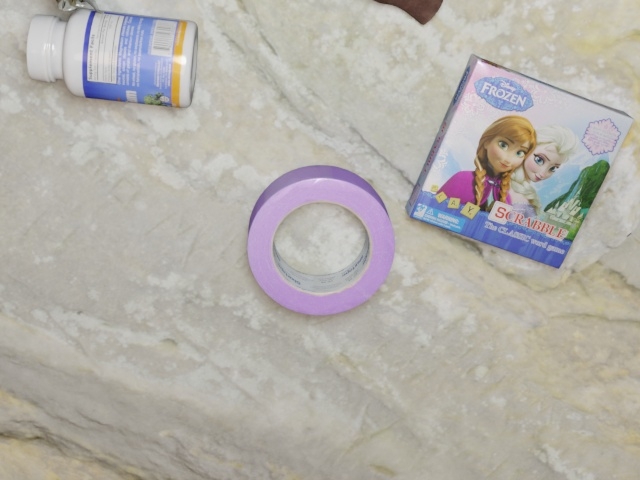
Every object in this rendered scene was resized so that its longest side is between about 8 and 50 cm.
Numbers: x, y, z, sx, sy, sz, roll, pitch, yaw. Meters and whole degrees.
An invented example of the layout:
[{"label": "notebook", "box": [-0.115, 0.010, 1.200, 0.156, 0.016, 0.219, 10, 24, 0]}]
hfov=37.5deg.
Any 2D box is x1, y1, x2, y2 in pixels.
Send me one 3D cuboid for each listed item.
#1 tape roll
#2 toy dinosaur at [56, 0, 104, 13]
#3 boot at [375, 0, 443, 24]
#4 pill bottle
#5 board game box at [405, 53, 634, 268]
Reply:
[{"label": "tape roll", "box": [0.000, 0.000, 1.782, 0.275, 0.090, 0.274, -1, 112, -2]}, {"label": "toy dinosaur", "box": [-0.452, -0.504, 1.566, 0.161, 0.121, 0.313, -9, 82, -5]}, {"label": "boot", "box": [0.154, -0.518, 1.609, 0.207, 0.090, 0.248, 22, 104, -25]}, {"label": "pill bottle", "box": [-0.351, -0.314, 1.611, 0.272, 0.152, 0.152, 5, 111, -4]}, {"label": "board game box", "box": [0.365, -0.142, 1.755, 0.319, 0.066, 0.317, 18, 109, -9]}]
